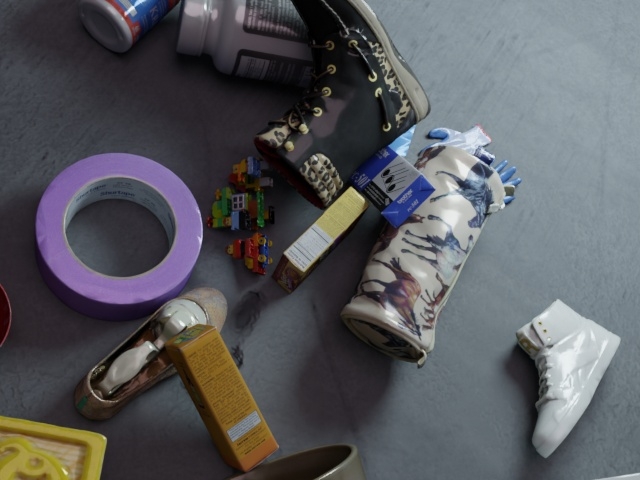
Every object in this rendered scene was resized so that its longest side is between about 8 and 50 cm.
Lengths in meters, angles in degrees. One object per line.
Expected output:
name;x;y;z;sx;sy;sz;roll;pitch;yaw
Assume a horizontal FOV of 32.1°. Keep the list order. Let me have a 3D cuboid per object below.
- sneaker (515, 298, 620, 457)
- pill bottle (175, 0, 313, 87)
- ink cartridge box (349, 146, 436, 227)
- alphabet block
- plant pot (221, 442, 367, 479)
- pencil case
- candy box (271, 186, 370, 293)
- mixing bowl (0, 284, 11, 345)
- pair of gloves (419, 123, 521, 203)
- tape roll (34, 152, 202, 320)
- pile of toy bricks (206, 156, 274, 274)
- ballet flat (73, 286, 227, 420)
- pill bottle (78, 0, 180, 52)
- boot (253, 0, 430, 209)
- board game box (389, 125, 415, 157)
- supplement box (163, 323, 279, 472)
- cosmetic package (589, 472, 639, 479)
sneaker;0.400;0.234;1.968;0.169;0.108;0.292;35;53;4
pill bottle;-0.101;-0.384;2.056;0.318;0.176;0.176;8;65;-12
ink cartridge box;0.121;-0.102;1.971;0.097;0.207;0.046;-44;116;3
alphabet block;-0.428;0.379;1.623;0.193;0.197;0.192;11;65;-11
plant pot;-0.049;0.488;1.644;0.323;0.323;0.280;-21;90;-22
pencil case;0.187;0.023;1.954;0.183;0.160;0.410;18;64;22
candy box;0.000;0.000;1.954;0.053;0.109;0.186;43;64;6
mixing bowl;-0.579;0.133;1.745;0.181;0.098;0.181;6;67;-13
pair of gloves;0.288;-0.143;2.142;0.159;0.023;0.198;-28;77;-24
tape roll;-0.341;-0.007;1.877;0.274;0.090;0.275;6;65;-12
pile of toy bricks;-0.150;-0.047;1.951;0.105;0.118;0.212;-7;76;23
ballet flat;-0.263;0.174;1.808;0.107;0.106;0.316;42;63;7
pill bottle;-0.331;-0.460;2.057;0.124;0.124;0.221;38;64;3
boot;-0.004;-0.262;1.917;0.284;0.138;0.377;-48;122;-11
board game box;0.110;-0.218;2.123;0.133;0.033;0.169;19;58;-1
supplement box;-0.157;0.248;1.767;0.080;0.078;0.233;-35;108;-25
cosmetic package;0.484;0.471;1.830;0.365;0.197;0.155;-6;70;-16
